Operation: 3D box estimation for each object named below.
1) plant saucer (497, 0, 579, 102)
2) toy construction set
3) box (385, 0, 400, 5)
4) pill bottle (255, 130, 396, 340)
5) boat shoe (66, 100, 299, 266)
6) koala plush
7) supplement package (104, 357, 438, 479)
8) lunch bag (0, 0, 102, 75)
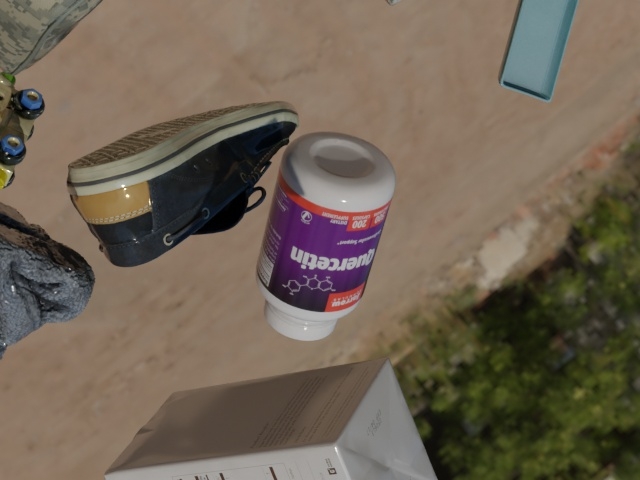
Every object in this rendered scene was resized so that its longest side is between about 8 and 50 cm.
[{"bbox_3d":[0.218,-0.233,1.345,0.067,0.018,0.192,14,94,-33],"label":"plant saucer"},{"bbox_3d":[-0.518,-0.183,2.014,0.151,0.215,0.327,-43,-153,56],"label":"toy construction set"},{"bbox_3d":[0.019,-0.241,1.004,0.036,0.136,0.225,-34,-168,9],"label":"box"},{"bbox_3d":[0.000,0.000,2.214,0.181,0.181,0.323,-29,144,-43],"label":"pill bottle"},{"bbox_3d":[-0.170,-0.089,1.920,0.187,0.156,0.500,-9,-167,25],"label":"boat shoe"},{"bbox_3d":[-0.378,0.081,1.535,0.203,0.196,0.221,30,96,-41],"label":"koala plush"},{"bbox_3d":[-0.050,0.263,1.535,0.293,0.175,0.177,-11,-159,28],"label":"supplement package"},{"bbox_3d":[-0.210,-0.314,1.011,0.305,0.256,0.212,-53,-164,-21],"label":"lunch bag"}]
